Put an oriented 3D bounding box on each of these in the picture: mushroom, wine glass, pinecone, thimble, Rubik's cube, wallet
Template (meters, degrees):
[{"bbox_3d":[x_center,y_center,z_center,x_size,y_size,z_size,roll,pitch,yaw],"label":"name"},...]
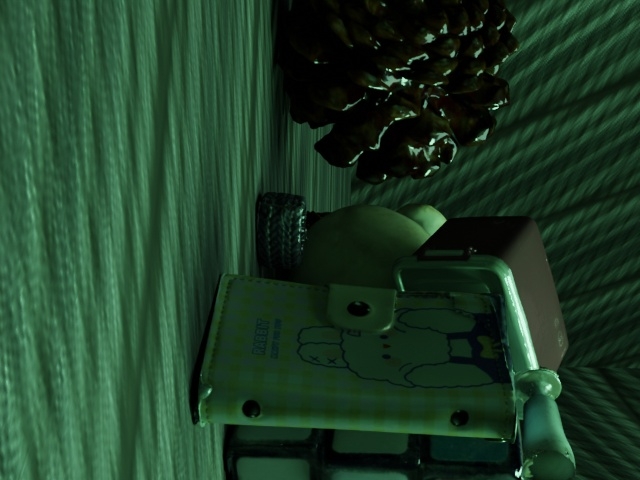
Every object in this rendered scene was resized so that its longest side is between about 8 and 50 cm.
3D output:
[{"bbox_3d":[0.084,0.064,1.728,0.315,0.315,0.356,80,13,-65],"label":"mushroom"},{"bbox_3d":[0.282,0.238,1.316,0.155,0.072,0.072,-82,171,-54],"label":"wine glass"},{"bbox_3d":[0.003,0.001,1.910,0.102,0.102,0.109,-8,102,-85],"label":"pinecone"},{"bbox_3d":[-0.053,-0.015,1.443,0.095,0.066,0.104,-79,171,-59],"label":"thimble"},{"bbox_3d":[0.086,0.303,1.367,0.363,0.359,0.362,-75,160,-60],"label":"Rubik's cube"},{"bbox_3d":[0.114,-0.271,1.669,0.398,0.398,0.397,0,90,-85],"label":"pinecone"},{"bbox_3d":[0.038,0.121,1.074,0.223,0.309,0.077,-84,176,-62],"label":"wallet"}]

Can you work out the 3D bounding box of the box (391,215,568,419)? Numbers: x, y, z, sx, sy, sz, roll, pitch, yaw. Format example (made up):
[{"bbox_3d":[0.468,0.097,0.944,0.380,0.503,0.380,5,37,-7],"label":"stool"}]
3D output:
[{"bbox_3d":[0.250,0.106,1.533,0.167,0.193,0.294,-44,124,-43],"label":"box"}]
